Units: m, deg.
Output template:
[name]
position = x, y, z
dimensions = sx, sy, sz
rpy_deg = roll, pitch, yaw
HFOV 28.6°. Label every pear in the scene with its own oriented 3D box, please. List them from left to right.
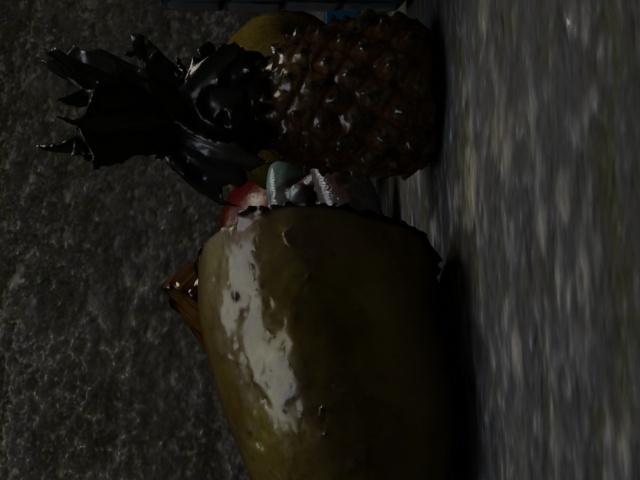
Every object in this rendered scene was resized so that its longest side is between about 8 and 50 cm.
[pear]
position = -0.029, -0.166, 1.516
dimensions = 0.188, 0.229, 0.211
rpy_deg = -46, -21, -37

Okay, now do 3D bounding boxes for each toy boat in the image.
[toy boat]
position = 0.000, 0.000, 1.385
dimensions = 0.155, 0.085, 0.227
rpy_deg = -32, 73, 46

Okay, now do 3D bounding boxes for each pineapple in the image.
[pineapple]
position = -0.078, -0.114, 1.117
dimensions = 0.165, 0.365, 0.165
rpy_deg = 175, 90, -89

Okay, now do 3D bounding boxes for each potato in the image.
[potato]
position = 0.014, 0.131, 1.003
dimensions = 0.229, 0.229, 0.266
rpy_deg = 98, 167, -64

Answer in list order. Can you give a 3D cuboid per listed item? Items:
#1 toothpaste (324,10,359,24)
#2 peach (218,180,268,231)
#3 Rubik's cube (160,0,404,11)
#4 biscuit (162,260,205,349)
[toothpaste]
position = 0.029, -0.325, 1.801
dimensions = 0.065, 0.050, 0.266
rpy_deg = -124, 34, -82
[peach]
position = -0.037, 0.003, 1.710
dimensions = 0.243, 0.200, 0.243
rpy_deg = 178, 90, -76
[Rubik's cube]
position = -0.030, -0.356, 1.173
dimensions = 0.259, 0.256, 0.253
rpy_deg = 168, 102, -87
[biscuit]
position = -0.034, 0.136, 1.375
dimensions = 0.107, 0.326, 0.325
rpy_deg = -45, -8, -13
